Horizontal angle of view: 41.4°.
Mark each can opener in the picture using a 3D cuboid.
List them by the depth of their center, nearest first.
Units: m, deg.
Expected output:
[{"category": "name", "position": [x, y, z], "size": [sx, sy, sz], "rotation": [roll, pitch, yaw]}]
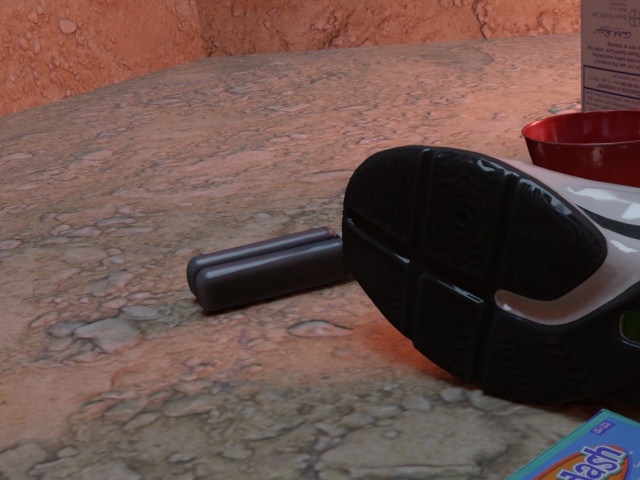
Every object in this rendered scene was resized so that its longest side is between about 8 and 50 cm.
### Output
[{"category": "can opener", "position": [0.000, 0.000, 0.870], "size": [0.280, 0.093, 0.074], "rotation": [-17, 22, -16]}]

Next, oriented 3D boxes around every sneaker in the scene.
[{"category": "sneaker", "position": [0.246, 0.023, 0.655], "size": [0.447, 0.169, 0.257], "rotation": [19, 22, 38]}]

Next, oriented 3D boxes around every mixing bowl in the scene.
[{"category": "mixing bowl", "position": [0.328, -0.087, 0.985], "size": [0.181, 0.098, 0.181], "rotation": [-6, 19, 2]}]

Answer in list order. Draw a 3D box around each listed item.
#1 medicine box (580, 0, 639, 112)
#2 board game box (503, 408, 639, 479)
[{"category": "medicine box", "position": [0.509, -0.270, 1.166], "size": [0.263, 0.289, 0.149], "rotation": [-12, 21, -16]}, {"category": "board game box", "position": [0.176, 0.160, 0.384], "size": [0.160, 0.047, 0.210], "rotation": [-21, 23, -35]}]
